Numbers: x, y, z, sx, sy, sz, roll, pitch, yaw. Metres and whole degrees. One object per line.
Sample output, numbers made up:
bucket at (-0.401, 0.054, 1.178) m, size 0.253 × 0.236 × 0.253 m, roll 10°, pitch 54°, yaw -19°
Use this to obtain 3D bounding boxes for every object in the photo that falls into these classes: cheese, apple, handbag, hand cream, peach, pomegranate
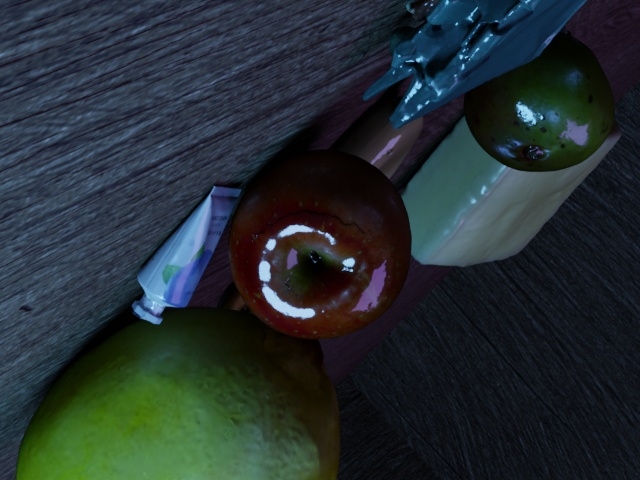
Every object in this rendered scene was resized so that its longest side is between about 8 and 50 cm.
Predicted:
cheese at (0.075, -0.122, 1.662) m, size 0.127 × 0.050 × 0.255 m, roll -33°, pitch 166°, yaw -44°
apple at (0.000, 0.000, 1.515) m, size 0.181 × 0.181 × 0.168 m, roll -46°, pitch -163°, yaw 22°
handbag at (0.179, -0.238, 1.396) m, size 0.274 × 0.100 × 0.269 m, roll -34°, pitch 172°, yaw -43°
hand cream at (-0.119, 0.012, 1.444) m, size 0.142 × 0.053 × 0.084 m, roll -54°, pitch 170°, yaw 8°
peach at (-0.139, 0.213, 1.565) m, size 0.315 × 0.281 × 0.314 m, roll -28°, pitch -147°, yaw 31°
cheese at (0.258, -0.093, 2.238) m, size 0.242 × 0.124 × 0.265 m, roll -11°, pitch 147°, yaw -49°
pomegranate at (0.263, -0.183, 1.906) m, size 0.180 × 0.180 × 0.210 m, roll -53°, pitch -165°, yaw 54°

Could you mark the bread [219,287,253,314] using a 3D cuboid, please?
bread at (-0.070, 0.081, 1.972) m, size 0.116 × 0.077 × 0.200 m, roll -47°, pitch 176°, yaw -30°
